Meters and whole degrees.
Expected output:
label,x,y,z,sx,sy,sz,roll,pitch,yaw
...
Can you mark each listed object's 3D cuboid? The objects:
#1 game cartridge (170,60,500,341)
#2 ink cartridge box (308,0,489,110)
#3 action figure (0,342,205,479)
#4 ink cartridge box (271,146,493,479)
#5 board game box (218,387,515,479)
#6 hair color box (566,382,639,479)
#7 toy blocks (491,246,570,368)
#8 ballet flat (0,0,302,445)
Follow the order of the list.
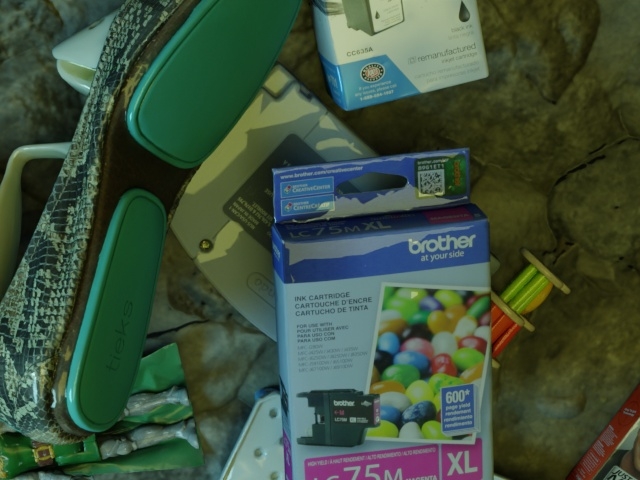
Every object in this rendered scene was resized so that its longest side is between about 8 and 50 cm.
label,x,y,z,sx,sy,sz,roll,pitch,yaw
game cartridge,0.000,0.000,1.618,0.297,0.062,0.198,41,100,-19
ink cartridge box,0.061,-0.227,1.544,0.139,0.082,0.191,-15,111,-6
action figure,-0.233,0.186,1.628,0.232,0.063,0.137,-13,112,-3
ink cartridge box,0.056,0.081,1.525,0.186,0.065,0.311,-6,107,-9
board game box,0.034,0.375,1.742,0.390,0.050,0.390,22,101,-17
hair color box,0.320,0.211,1.751,0.072,0.043,0.141,33,98,-18
toy blocks,0.164,0.080,1.643,0.054,0.123,0.148,44,95,14
ballet flat,-0.182,-0.069,1.486,0.164,0.182,0.483,38,73,-60
